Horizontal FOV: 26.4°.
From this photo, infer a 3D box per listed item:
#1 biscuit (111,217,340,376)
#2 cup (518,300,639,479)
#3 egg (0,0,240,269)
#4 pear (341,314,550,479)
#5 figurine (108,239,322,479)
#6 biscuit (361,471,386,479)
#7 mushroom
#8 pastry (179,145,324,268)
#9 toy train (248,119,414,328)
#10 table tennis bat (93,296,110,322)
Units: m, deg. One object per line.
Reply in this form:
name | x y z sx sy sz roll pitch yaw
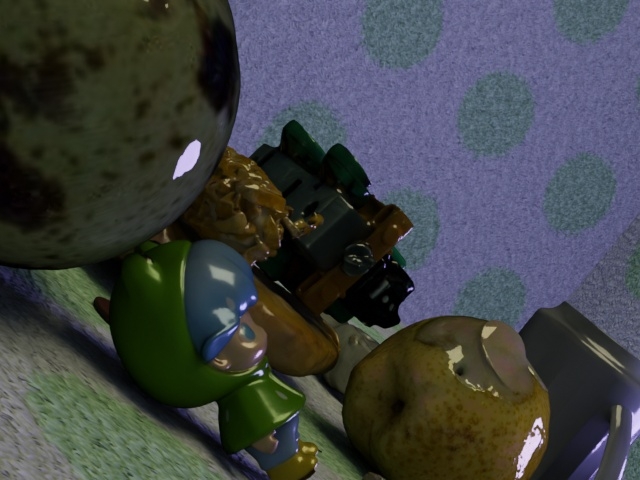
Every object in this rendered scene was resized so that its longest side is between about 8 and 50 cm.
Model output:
biscuit | -0.156 0.043 1.711 0.429 0.104 0.446 39 1 0
cup | 0.354 0.289 2.028 0.237 0.327 0.323 37 5 -27
egg | -0.240 -0.144 1.204 0.345 0.345 0.428 40 -5 5
pear | 0.156 0.221 1.723 0.271 0.271 0.271 39 3 -3
figurine | -0.095 0.113 1.258 0.263 0.143 0.162 56 9 -7
biscuit | 0.135 0.343 1.478 0.133 0.032 0.250 39 2 -30
mushroom | 0.032 0.173 2.135 0.109 0.097 0.351 41 -1 -18
pastry | -0.097 -0.040 1.570 0.154 0.102 0.250 34 4 -33
toy train | 0.000 0.000 1.811 0.249 0.178 0.429 51 -6 -28
table tennis bat | -0.177 0.104 1.441 0.156 0.013 0.087 34 3 -38
